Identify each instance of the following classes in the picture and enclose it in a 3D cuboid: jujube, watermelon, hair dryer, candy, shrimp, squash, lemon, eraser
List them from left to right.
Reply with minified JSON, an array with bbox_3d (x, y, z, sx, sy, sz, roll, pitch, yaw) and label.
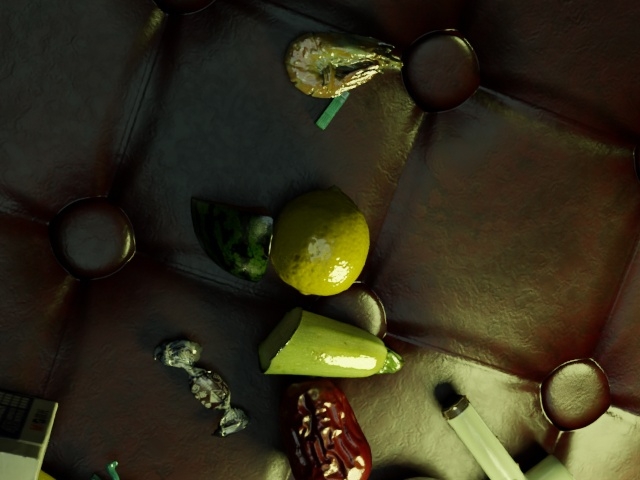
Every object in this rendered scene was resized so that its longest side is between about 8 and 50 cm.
[{"bbox_3d":[-0.525,0.338,1.565,0.124,0.279,0.081,14,97,-12],"label":"eraser"},{"bbox_3d":[-0.218,0.272,1.724,0.094,0.051,0.226,-37,101,9],"label":"candy"},{"bbox_3d":[-0.164,-0.014,1.653,0.145,0.137,0.193,9,140,-12],"label":"watermelon"},{"bbox_3d":[0.000,0.000,1.644,0.178,0.178,0.203,15,95,-11],"label":"lemon"},{"bbox_3d":[0.006,0.365,1.727,0.155,0.155,0.230,-17,92,-6],"label":"jujube"},{"bbox_3d":[0.037,0.193,1.716,0.287,0.137,0.137,7,98,-14],"label":"squash"},{"bbox_3d":[0.042,-0.314,1.663,0.217,0.051,0.115,-1,105,-9],"label":"shrimp"},{"bbox_3d":[0.349,0.435,1.815,0.203,0.128,0.362,-36,95,-1],"label":"hair dryer"}]

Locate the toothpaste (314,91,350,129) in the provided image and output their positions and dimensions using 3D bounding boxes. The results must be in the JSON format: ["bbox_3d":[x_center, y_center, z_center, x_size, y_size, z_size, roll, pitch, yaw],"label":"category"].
[{"bbox_3d":[0.021,-0.241,1.688,0.020,0.017,0.083,36,93,-16],"label":"toothpaste"}]

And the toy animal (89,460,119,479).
[{"bbox_3d":[-0.343,0.501,1.731,0.208,0.100,0.103,49,50,-10],"label":"toy animal"}]

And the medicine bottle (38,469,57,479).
[{"bbox_3d":[-0.457,0.493,1.680,0.260,0.064,0.095,32,126,2],"label":"medicine bottle"}]

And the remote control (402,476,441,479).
[{"bbox_3d":[0.209,0.620,1.822,0.221,0.103,0.332,-19,104,-3],"label":"remote control"}]
